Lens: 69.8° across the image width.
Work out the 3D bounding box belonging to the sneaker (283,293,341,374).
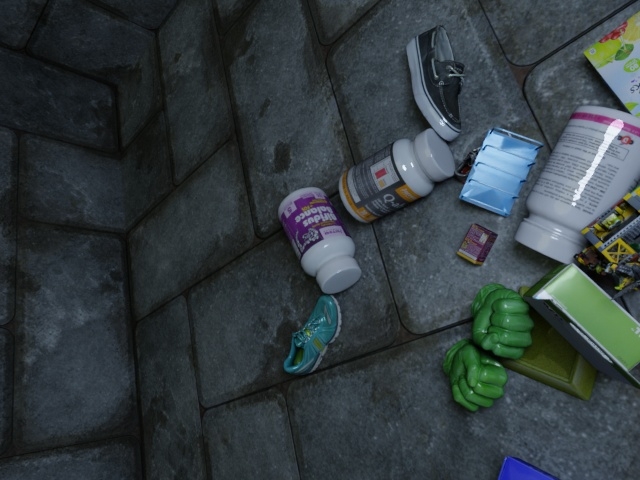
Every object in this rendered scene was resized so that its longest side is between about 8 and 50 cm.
[{"bbox_3d":[-0.024,0.285,1.365,0.107,0.110,0.275,33,105,42],"label":"sneaker"}]

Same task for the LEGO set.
[{"bbox_3d":[0.608,-0.004,0.723,0.331,0.255,0.192,-42,40,22],"label":"LEGO set"}]

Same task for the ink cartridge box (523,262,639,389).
[{"bbox_3d":[0.463,0.135,0.772,0.097,0.255,0.189,-44,75,7],"label":"ink cartridge box"}]

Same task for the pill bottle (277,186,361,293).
[{"bbox_3d":[0.000,0.000,1.351,0.169,0.169,0.301,-47,55,28],"label":"pill bottle"}]

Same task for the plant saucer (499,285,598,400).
[{"bbox_3d":[0.475,0.208,0.952,0.188,0.045,0.188,17,95,44],"label":"plant saucer"}]

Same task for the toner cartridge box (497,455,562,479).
[{"bbox_3d":[0.490,0.557,0.832,0.348,0.075,0.165,15,79,44],"label":"toner cartridge box"}]

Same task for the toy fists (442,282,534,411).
[{"bbox_3d":[0.354,0.231,0.981,0.142,0.096,0.279,-121,49,-63],"label":"toy fists"}]

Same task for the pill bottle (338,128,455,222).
[{"bbox_3d":[0.196,-0.166,1.200,0.278,0.162,0.162,-26,66,38],"label":"pill bottle"}]

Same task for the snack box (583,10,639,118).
[{"bbox_3d":[0.644,-0.336,0.871,0.174,0.070,0.207,-37,61,32],"label":"snack box"}]

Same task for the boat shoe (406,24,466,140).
[{"bbox_3d":[0.306,-0.415,1.166,0.119,0.121,0.335,-31,60,40],"label":"boat shoe"}]

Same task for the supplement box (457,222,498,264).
[{"bbox_3d":[0.371,0.009,1.086,0.055,0.043,0.083,37,109,41],"label":"supplement box"}]

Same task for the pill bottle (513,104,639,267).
[{"bbox_3d":[0.508,-0.101,0.896,0.160,0.160,0.283,35,106,41],"label":"pill bottle"}]

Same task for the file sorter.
[{"bbox_3d":[0.399,-0.151,1.016,0.118,0.104,0.170,24,100,11],"label":"file sorter"}]

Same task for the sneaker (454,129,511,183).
[{"bbox_3d":[0.385,-0.199,1.093,0.158,0.065,0.061,-49,53,26],"label":"sneaker"}]
